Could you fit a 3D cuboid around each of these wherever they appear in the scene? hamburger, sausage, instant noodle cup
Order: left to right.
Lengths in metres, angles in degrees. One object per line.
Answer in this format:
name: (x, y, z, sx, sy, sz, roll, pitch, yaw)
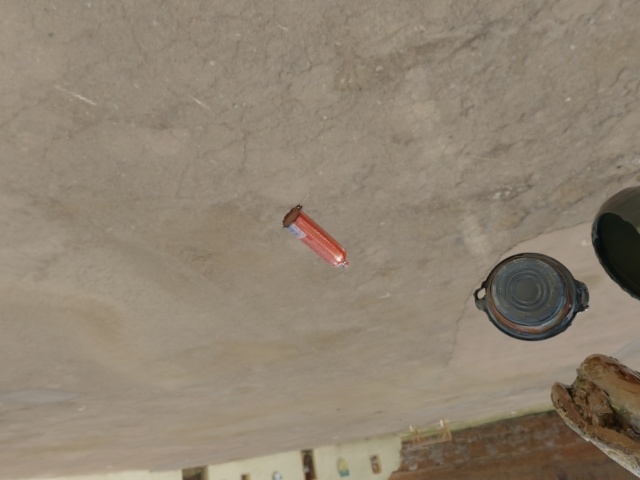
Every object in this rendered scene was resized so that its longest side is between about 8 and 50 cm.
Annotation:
sausage: (0.000, 0.000, 0.831, 0.145, 0.050, 0.048, 40, 163, -24)
instant noodle cup: (0.393, 0.100, 0.912, 0.208, 0.177, 0.126, -20, 160, 20)
hamburger: (0.511, 0.303, 0.786, 0.146, 0.243, 0.286, -46, 149, 7)

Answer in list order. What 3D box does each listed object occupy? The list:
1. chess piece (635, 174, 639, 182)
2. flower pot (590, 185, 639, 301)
chess piece: (0.688, -0.104, 0.981, 0.035, 0.092, 0.035, -33, 150, -22)
flower pot: (0.610, 0.012, 0.864, 0.157, 0.243, 0.189, -27, 163, -18)
